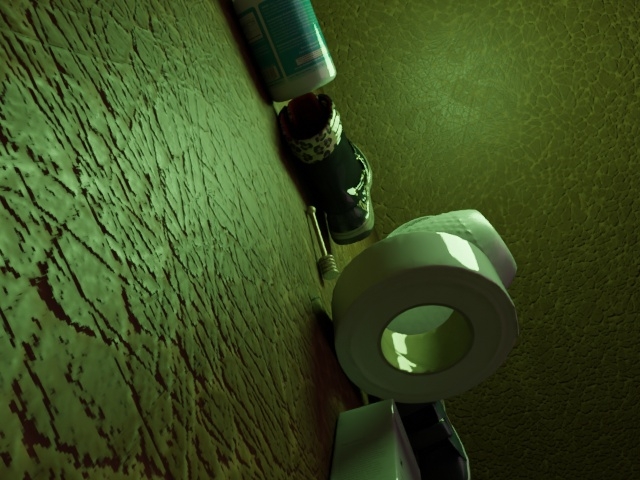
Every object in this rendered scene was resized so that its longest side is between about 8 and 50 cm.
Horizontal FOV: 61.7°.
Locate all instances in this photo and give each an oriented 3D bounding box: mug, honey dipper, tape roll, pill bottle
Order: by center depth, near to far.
[{"bbox_3d":[0.161,0.128,0.857,0.100,0.286,0.286,-94,161,-58],"label":"tape roll"},{"bbox_3d":[0.000,0.000,0.995,0.030,0.030,0.161,57,13,-54],"label":"honey dipper"},{"bbox_3d":[-0.079,-0.422,1.061,0.146,0.146,0.264,-86,154,-68],"label":"pill bottle"},{"bbox_3d":[0.258,0.064,1.287,0.276,0.328,0.374,52,9,-30],"label":"mug"}]

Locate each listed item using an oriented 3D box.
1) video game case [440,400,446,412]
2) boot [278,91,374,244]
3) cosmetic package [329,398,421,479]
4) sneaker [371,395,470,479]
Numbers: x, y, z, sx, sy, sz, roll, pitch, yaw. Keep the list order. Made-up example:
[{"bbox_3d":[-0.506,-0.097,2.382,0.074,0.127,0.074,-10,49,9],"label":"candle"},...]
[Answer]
[{"bbox_3d":[0.288,0.427,1.365,0.232,0.041,0.210,-56,131,-71],"label":"video game case"},{"bbox_3d":[0.015,-0.205,1.207,0.378,0.138,0.284,-92,160,-47],"label":"boot"},{"bbox_3d":[0.068,0.291,0.608,0.231,0.085,0.118,-63,132,-76],"label":"cosmetic package"},{"bbox_3d":[0.166,0.319,0.990,0.321,0.126,0.127,63,0,33],"label":"sneaker"}]
